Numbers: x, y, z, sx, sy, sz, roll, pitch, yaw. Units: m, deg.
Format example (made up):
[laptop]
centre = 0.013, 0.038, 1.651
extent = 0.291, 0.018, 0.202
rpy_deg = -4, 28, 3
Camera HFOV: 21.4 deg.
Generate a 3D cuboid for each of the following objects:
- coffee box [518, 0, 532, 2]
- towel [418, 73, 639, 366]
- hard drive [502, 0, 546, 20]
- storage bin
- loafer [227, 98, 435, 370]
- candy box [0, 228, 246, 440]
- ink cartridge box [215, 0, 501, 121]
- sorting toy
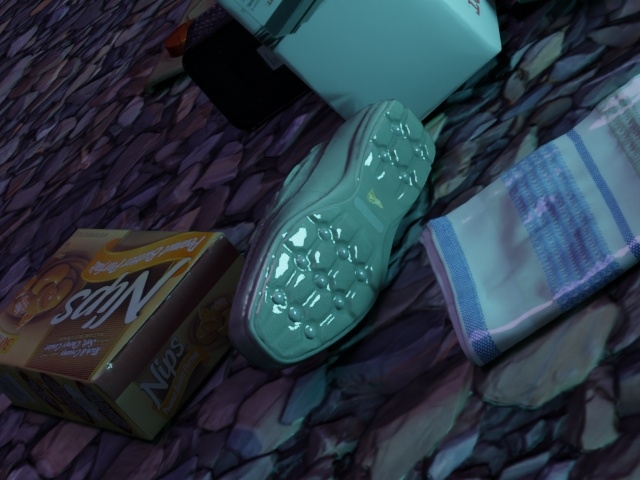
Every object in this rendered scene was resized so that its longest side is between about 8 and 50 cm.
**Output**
[coffee box]
centre = 0.268, -0.280, 1.558
extent = 0.184, 0.040, 0.113
rpy_deg = -2, 47, 44
[towel]
centre = 0.205, -0.035, 1.277
extent = 0.285, 0.034, 0.209
rpy_deg = -36, 25, 12
[hard drive]
centre = 0.214, -0.273, 1.686
extent = 0.094, 0.022, 0.135
rpy_deg = -37, 24, 10
[storage bin]
centre = -0.052, -0.223, 1.879
extent = 0.180, 0.122, 0.084
rpy_deg = -33, 24, 18
[loafer]
centre = 0.000, 0.000, 1.446
extent = 0.111, 0.112, 0.319
rpy_deg = -26, 19, 41
[candy box]
centre = -0.200, 0.081, 1.621
extent = 0.183, 0.087, 0.316
rpy_deg = -51, 26, -21
[ink cartridge box]
centre = -0.017, -0.318, 1.630
extent = 0.166, 0.395, 0.285
rpy_deg = -39, 23, 24
[sorting toy]
centre = -0.117, -0.333, 2.269
extent = 0.229, 0.041, 0.307
rpy_deg = -25, 29, 33
